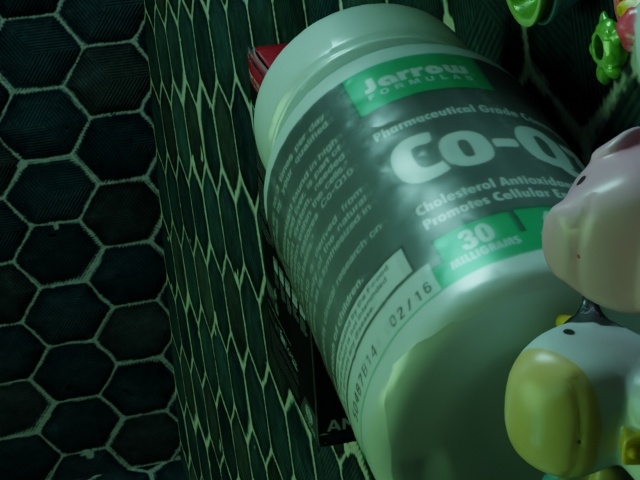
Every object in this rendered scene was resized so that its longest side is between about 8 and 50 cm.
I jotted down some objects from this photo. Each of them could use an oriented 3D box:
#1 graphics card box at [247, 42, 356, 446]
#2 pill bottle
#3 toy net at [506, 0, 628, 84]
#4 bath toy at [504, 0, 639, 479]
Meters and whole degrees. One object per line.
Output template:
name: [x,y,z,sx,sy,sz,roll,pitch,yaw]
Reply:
graphics card box: [0.000,0.000,1.672,0.233,0.094,0.370,-124,29,-63]
pill bottle: [0.078,0.001,1.026,0.361,0.204,0.204,-116,21,-53]
toy net: [0.154,-0.198,0.904,0.232,0.045,0.122,96,162,-50]
bath toy: [0.170,0.013,0.762,0.129,0.151,0.348,-97,9,-57]
